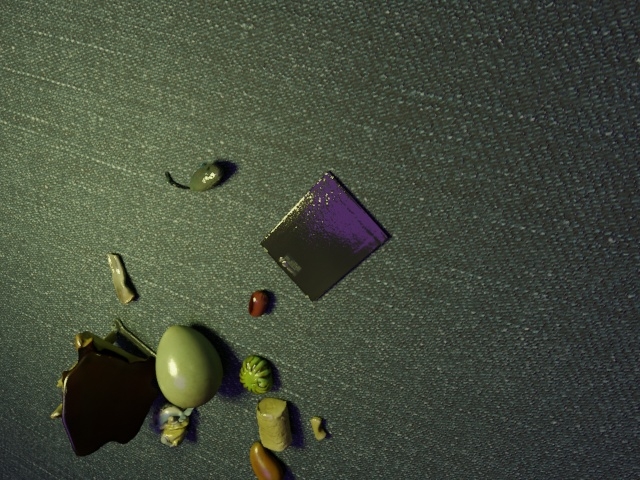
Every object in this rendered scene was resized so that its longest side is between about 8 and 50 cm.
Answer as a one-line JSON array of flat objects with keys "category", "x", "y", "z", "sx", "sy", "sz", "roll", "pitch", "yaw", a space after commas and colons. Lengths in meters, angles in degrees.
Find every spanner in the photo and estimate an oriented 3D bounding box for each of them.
[{"category": "spanner", "x": -0.725, "y": 0.421, "z": 1.648, "sx": 0.301, "sy": 0.017, "sz": 0.071, "roll": 37, "pitch": 117, "yaw": 4}]

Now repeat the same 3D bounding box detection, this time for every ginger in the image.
[{"category": "ginger", "x": -0.802, "y": 0.554, "z": 1.548, "sx": 0.211, "sy": 0.358, "sz": 0.414, "roll": -8, "pitch": 75, "yaw": 49}]

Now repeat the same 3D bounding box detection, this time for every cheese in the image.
[{"category": "cheese", "x": -0.005, "y": 0.662, "z": 1.449, "sx": 0.044, "sy": 0.030, "sz": 0.084, "roll": -13, "pitch": 97, "yaw": 31}, {"category": "cheese", "x": -0.168, "y": 0.661, "z": 1.475, "sx": 0.123, "sy": 0.094, "sz": 0.167, "roll": 1, "pitch": 108, "yaw": 19}]

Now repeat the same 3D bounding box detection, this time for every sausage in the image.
[{"category": "sausage", "x": -0.204, "y": 0.208, "z": 1.354, "sx": 0.054, "sy": 0.059, "sz": 0.094, "roll": 5, "pitch": 117, "yaw": -28}]

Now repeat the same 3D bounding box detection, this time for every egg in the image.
[{"category": "egg", "x": -0.466, "y": 0.438, "z": 1.446, "sx": 0.218, "sy": 0.218, "sz": 0.296, "roll": -21, "pitch": 86, "yaw": 26}]

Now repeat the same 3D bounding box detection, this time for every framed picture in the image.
[{"category": "framed picture", "x": 0.000, "y": 0.000, "z": 1.229, "sx": 0.255, "sy": 0.014, "sz": 0.338, "roll": 47, "pitch": 117, "yaw": 1}]

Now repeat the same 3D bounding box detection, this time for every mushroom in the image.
[{"category": "mushroom", "x": -0.754, "y": 0.141, "z": 1.548, "sx": 0.059, "sy": 0.054, "sz": 0.202, "roll": -15, "pitch": 97, "yaw": 19}]

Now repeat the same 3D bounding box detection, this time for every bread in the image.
[{"category": "bread", "x": -0.228, "y": 0.479, "z": 1.450, "sx": 0.129, "sy": 0.071, "sz": 0.139, "roll": 21, "pitch": 114, "yaw": 18}]

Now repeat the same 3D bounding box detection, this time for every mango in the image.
[{"category": "mango", "x": -0.212, "y": 0.862, "z": 1.569, "sx": 0.102, "sy": 0.085, "sz": 0.184, "roll": -38, "pitch": 87, "yaw": 27}]

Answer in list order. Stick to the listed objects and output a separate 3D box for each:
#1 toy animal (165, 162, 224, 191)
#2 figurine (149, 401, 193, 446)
[{"category": "toy animal", "x": -0.392, "y": -0.189, "z": 1.292, "sx": 0.252, "sy": 0.070, "sz": 0.079, "roll": -6, "pitch": 71, "yaw": 35}, {"category": "figurine", "x": -0.591, "y": 0.731, "z": 1.646, "sx": 0.208, "sy": 0.128, "sz": 0.184, "roll": -29, "pitch": 98, "yaw": 22}]
